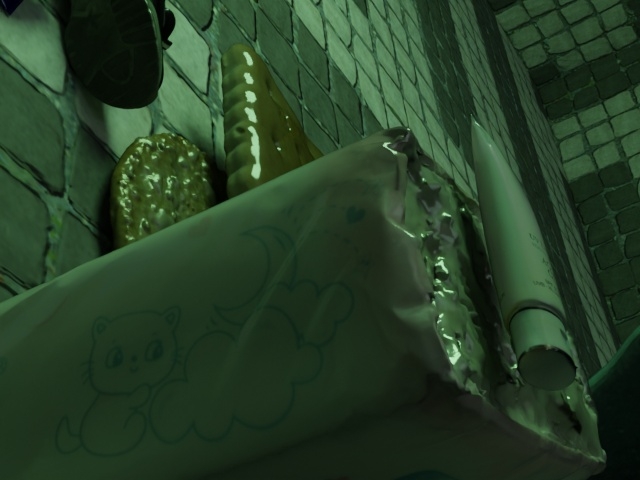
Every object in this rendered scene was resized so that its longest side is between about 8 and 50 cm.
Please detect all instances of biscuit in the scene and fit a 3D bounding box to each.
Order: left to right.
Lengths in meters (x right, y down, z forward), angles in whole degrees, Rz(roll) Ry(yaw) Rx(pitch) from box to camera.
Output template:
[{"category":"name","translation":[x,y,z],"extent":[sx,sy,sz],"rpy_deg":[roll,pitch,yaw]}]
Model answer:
[{"category":"biscuit","translation":[-0.081,0.024,0.749],"extent":[0.220,0.033,0.219],"rpy_deg":[50,27,-37]},{"category":"biscuit","translation":[0.000,0.000,0.903],"extent":[0.324,0.044,0.217],"rpy_deg":[57,21,-47]}]

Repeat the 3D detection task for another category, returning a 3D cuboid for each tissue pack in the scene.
[{"category":"tissue pack","translation":[-0.038,0.078,0.446],"extent":[0.201,0.271,0.124],"rpy_deg":[31,42,-57]}]

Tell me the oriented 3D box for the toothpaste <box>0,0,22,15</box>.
[{"category":"toothpaste","translation":[-0.218,-0.184,0.669],"extent":[0.083,0.015,0.024],"rpy_deg":[60,27,-29]}]

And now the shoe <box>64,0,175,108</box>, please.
[{"category":"shoe","translation":[-0.140,-0.166,0.767],"extent":[0.099,0.071,0.169],"rpy_deg":[23,43,-66]}]

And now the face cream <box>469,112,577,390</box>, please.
[{"category":"face cream","translation":[0.069,0.001,0.374],"extent":[0.038,0.020,0.115],"rpy_deg":[47,25,-38]}]

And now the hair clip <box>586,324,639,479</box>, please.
[{"category":"hair clip","translation":[0.288,0.260,1.000],"extent":[0.392,0.318,0.238],"rpy_deg":[62,19,-5]}]
